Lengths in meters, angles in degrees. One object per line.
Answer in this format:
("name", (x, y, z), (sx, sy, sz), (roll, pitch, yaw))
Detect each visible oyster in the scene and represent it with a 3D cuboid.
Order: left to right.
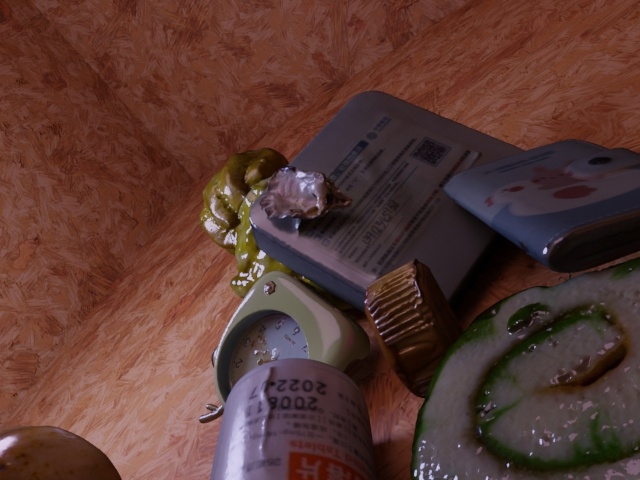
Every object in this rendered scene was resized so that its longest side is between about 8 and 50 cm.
("oyster", (-0.035, -0.081, 1.039), (0.146, 0.121, 0.045), (-29, -17, 14))

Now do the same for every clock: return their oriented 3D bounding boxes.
("clock", (-0.081, 0.222, 1.062), (0.235, 0.096, 0.308), (36, 91, 36))

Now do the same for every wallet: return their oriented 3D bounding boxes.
("wallet", (0.343, -0.063, 0.861), (0.252, 0.083, 0.360), (-16, 21, -3))

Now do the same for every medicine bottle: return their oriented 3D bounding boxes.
("medicine bottle", (-0.032, 0.327, 0.727), (0.211, 0.211, 0.371), (-35, 22, 15))

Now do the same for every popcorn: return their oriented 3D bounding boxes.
("popcorn", (-0.010, -0.007, 1.276), (0.292, 0.294, 0.334), (-14, 49, 52))

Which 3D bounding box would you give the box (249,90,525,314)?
("box", (0.126, -0.068, 1.105), (0.397, 0.111, 0.396), (30, 65, 25))

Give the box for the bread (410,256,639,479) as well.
("bread", (0.267, 0.182, 0.618), (0.366, 0.129, 0.382), (-38, 22, 5))

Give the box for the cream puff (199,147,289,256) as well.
("cream puff", (-0.149, -0.076, 1.683), (0.291, 0.324, 0.257), (-52, 55, 13))

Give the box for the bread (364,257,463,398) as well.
("bread", (0.135, 0.130, 0.863), (0.114, 0.190, 0.132), (-31, 17, 17))

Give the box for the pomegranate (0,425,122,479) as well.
("pomegranate", (-0.474, 0.487, 0.971), (0.412, 0.411, 0.411), (-34, 22, 16))
